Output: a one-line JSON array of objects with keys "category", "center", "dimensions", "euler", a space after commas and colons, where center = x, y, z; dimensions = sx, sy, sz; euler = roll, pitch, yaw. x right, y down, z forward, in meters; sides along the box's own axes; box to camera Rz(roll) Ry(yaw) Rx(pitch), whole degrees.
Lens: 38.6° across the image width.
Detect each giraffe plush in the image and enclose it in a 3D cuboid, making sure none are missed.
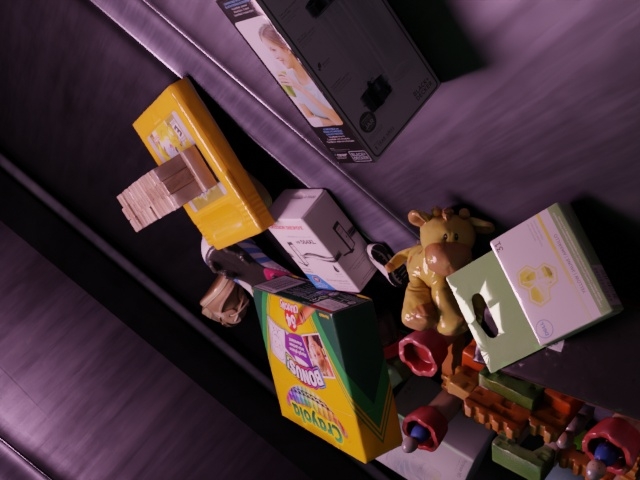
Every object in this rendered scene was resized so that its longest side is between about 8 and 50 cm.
[{"category": "giraffe plush", "center": [0.210, 0.029, 1.496], "dimensions": [0.170, 0.181, 0.210], "euler": [98, 153, -51]}]

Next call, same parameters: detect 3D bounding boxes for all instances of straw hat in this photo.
[{"category": "straw hat", "center": [-0.175, -0.094, 1.895], "dimensions": [0.144, 0.061, 0.144], "euler": [31, 155, 16]}]

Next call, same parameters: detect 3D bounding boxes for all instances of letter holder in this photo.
[{"category": "letter holder", "center": [0.426, 0.152, 1.384], "dimensions": [0.302, 0.152, 0.214], "euler": [17, -172, 40]}]

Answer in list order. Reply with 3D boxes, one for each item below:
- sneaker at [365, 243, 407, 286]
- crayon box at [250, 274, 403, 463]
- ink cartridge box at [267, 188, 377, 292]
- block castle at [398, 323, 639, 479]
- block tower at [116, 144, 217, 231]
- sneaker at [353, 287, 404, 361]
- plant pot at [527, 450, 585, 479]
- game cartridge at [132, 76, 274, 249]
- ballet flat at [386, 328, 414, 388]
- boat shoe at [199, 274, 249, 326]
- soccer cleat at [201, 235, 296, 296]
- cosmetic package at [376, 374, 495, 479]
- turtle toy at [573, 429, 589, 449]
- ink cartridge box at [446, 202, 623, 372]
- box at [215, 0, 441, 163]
[{"category": "sneaker", "center": [0.127, 0.044, 1.753], "dimensions": [0.109, 0.040, 0.044], "euler": [53, 169, -20]}, {"category": "crayon box", "center": [0.005, 0.253, 1.897], "dimensions": [0.363, 0.106, 0.313], "euler": [11, 116, 61]}, {"category": "ink cartridge box", "center": [0.000, 0.000, 1.783], "dimensions": [0.148, 0.086, 0.203], "euler": [2, 137, 54]}, {"category": "block castle", "center": [0.352, 0.329, 1.624], "dimensions": [0.453, 0.213, 0.303], "euler": [24, 137, 34]}, {"category": "block tower", "center": [-0.320, -0.098, 1.848], "dimensions": [0.091, 0.097, 0.335], "euler": [58, 153, -7]}, {"category": "sneaker", "center": [0.068, 0.151, 1.946], "dimensions": [0.276, 0.098, 0.135], "euler": [27, 139, 46]}, {"category": "plant pot", "center": [0.530, 0.528, 1.790], "dimensions": [0.290, 0.290, 0.195], "euler": [28, 118, 23]}, {"category": "game cartridge", "center": [-0.241, -0.138, 1.822], "dimensions": [0.323, 0.053, 0.285], "euler": [60, 154, -5]}, {"category": "ballet flat", "center": [0.133, 0.306, 2.084], "dimensions": [0.116, 0.124, 0.342], "euler": [38, 156, 1]}, {"category": "boat shoe", "center": [-0.233, 0.151, 2.350], "dimensions": [0.110, 0.121, 0.341], "euler": [33, 166, 1]}, {"category": "soccer cleat", "center": [-0.142, 0.063, 2.093], "dimensions": [0.331, 0.116, 0.143], "euler": [40, -161, -36]}, {"category": "cosmetic package", "center": [0.262, 0.458, 2.097], "dimensions": [0.225, 0.138, 0.224], "euler": [28, 140, 18]}, {"category": "turtle toy", "center": [0.469, 0.352, 1.763], "dimensions": [0.130, 0.066, 0.095], "euler": [31, 155, 16]}, {"category": "ink cartridge box", "center": [0.293, 0.075, 1.321], "dimensions": [0.235, 0.056, 0.171], "euler": [-34, 70, 32]}, {"category": "box", "center": [0.017, -0.262, 1.209], "dimensions": [0.087, 0.169, 0.290], "euler": [6, 141, 54]}]
